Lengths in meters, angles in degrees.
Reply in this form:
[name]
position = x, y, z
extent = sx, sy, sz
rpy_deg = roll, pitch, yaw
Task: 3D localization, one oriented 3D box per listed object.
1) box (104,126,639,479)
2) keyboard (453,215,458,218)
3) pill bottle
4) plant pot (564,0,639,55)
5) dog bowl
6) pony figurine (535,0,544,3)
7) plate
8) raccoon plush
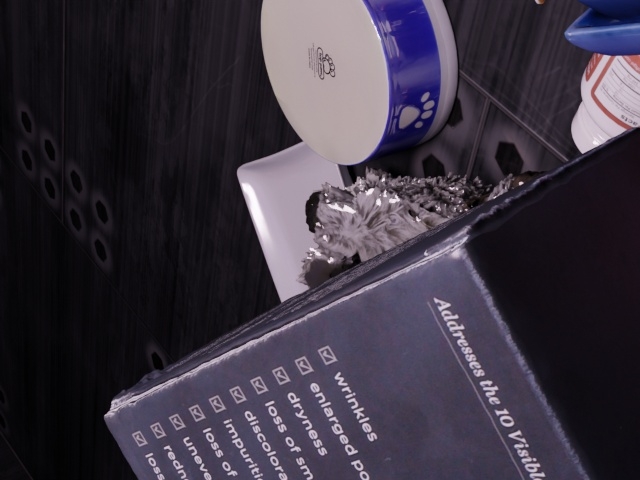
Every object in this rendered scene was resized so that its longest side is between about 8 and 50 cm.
[box]
position = 0.143, 0.233, 1.190
extent = 0.472, 0.297, 0.479
rpy_deg = -28, 91, 46
[keyboard]
position = 0.242, 0.081, 1.430
extent = 0.317, 0.033, 0.201
rpy_deg = 35, 120, -20
[pill bottle]
position = 0.313, -0.161, 1.268
extent = 0.121, 0.121, 0.216
rpy_deg = 54, 147, 23
[plant pot]
position = 0.284, -0.273, 1.043
extent = 0.236, 0.236, 0.212
rpy_deg = 6, 132, 57
[dog bowl]
position = 0.042, -0.228, 1.673
extent = 0.265, 0.104, 0.264
rpy_deg = 36, 137, 43
[pony figurine]
position = 0.136, -0.432, 1.281
extent = 0.351, 0.303, 0.363
rpy_deg = 27, 116, 37
[plate]
position = 0.000, 0.000, 1.942
extent = 0.277, 0.045, 0.278
rpy_deg = -15, 96, 60
[raccoon plush]
position = 0.181, 0.002, 1.595
extent = 0.447, 0.299, 0.216
rpy_deg = -3, 104, 21
